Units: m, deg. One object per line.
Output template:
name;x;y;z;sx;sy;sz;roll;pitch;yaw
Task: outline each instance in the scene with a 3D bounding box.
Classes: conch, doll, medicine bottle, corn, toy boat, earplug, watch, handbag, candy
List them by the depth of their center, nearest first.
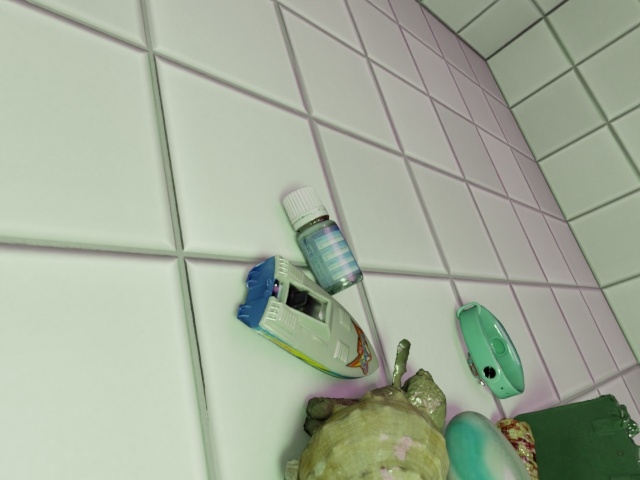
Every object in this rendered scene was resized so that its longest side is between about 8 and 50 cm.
conch;0.054;0.349;0.558;0.324;0.187;0.262;-27;103;-54
toy boat;0.007;0.146;0.730;0.295;0.088;0.129;41;41;-33
doll;0.105;0.294;0.748;0.286;0.091;0.202;-23;91;-43
earplug;0.317;0.468;0.790;0.185;0.185;0.323;17;47;-41
medicine bottle;0.000;0.000;0.829;0.084;0.084;0.203;-19;79;-52
corn;0.407;0.497;0.928;0.086;0.086;0.253;40;42;-22
handbag;0.555;0.479;0.961;0.079;0.260;0.247;39;39;-26
candy;0.374;0.308;1.078;0.030;0.020;0.083;17;49;-61
watch;0.420;0.267;1.110;0.195;0.068;0.236;4;60;-54
